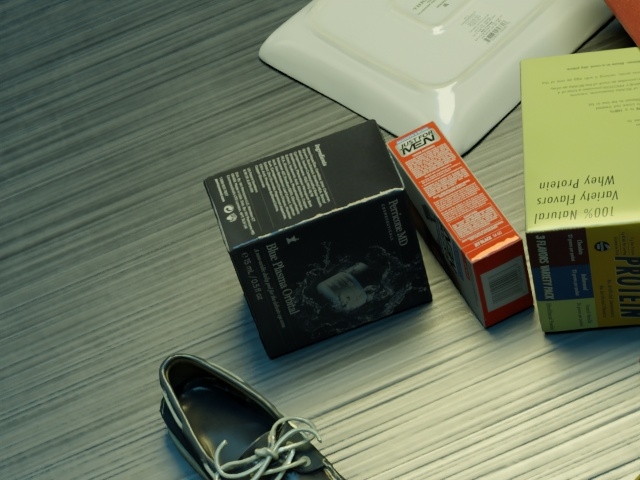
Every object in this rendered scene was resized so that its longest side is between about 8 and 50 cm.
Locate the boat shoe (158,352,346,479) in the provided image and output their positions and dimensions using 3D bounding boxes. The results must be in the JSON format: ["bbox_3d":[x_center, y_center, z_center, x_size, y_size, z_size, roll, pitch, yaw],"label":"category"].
[{"bbox_3d":[-0.046,0.178,1.389,0.095,0.079,0.254,-34,50,-14],"label":"boat shoe"}]

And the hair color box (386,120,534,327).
[{"bbox_3d":[0.121,-0.015,1.499,0.053,0.093,0.167,-25,48,-6],"label":"hair color box"}]

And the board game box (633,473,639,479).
[{"bbox_3d":[0.324,0.151,1.260,0.194,0.194,0.060,-46,65,5],"label":"board game box"}]

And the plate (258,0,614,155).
[{"bbox_3d":[0.118,-0.228,1.714,0.277,0.045,0.278,-42,53,-21],"label":"plate"}]

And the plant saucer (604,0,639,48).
[{"bbox_3d":[0.367,-0.269,1.504,0.258,0.047,0.259,-20,46,-4],"label":"plant saucer"}]

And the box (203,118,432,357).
[{"bbox_3d":[0.000,0.000,1.477,0.158,0.156,0.093,-20,49,-2],"label":"box"}]

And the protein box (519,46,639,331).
[{"bbox_3d":[0.276,-0.048,1.453,0.200,0.136,0.201,-5,49,11],"label":"protein box"}]
